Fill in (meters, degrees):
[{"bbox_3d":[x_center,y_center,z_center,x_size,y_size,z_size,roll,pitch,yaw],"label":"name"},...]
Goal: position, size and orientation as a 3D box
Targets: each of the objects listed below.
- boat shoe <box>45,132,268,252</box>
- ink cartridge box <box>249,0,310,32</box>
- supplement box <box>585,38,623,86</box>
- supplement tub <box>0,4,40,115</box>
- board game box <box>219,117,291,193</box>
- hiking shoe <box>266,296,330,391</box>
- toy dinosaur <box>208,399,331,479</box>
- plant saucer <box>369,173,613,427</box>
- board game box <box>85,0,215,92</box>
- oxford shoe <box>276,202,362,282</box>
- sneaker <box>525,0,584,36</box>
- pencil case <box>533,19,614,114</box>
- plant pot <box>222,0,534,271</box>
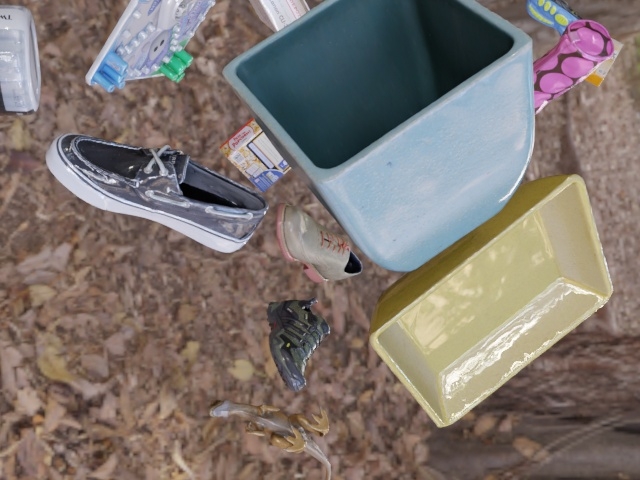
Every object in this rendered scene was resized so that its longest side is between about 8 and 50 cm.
[{"bbox_3d":[-0.213,-0.082,1.172,0.301,0.102,0.108,26,41,-20],"label":"boat shoe"},{"bbox_3d":[-0.082,-0.428,1.518,0.115,0.067,0.198,57,-2,-31],"label":"ink cartridge box"},{"bbox_3d":[0.587,-0.383,1.830,0.098,0.062,0.036,-58,170,-15],"label":"supplement box"},{"bbox_3d":[-0.656,-0.309,1.495,0.193,0.316,0.193,177,-90,-78],"label":"supplement tub"},{"bbox_3d":[-0.097,-0.211,1.847,0.147,0.193,0.045,46,5,-48],"label":"board game box"},{"bbox_3d":[-0.038,0.187,1.660,0.227,0.114,0.086,-104,176,-49],"label":"hiking shoe"},{"bbox_3d":[-0.032,0.230,1.029,0.211,0.112,0.064,37,66,-20],"label":"toy dinosaur"},{"bbox_3d":[0.232,0.079,1.197,0.081,0.333,0.333,52,-1,40],"label":"plant saucer"},{"bbox_3d":[-0.261,-0.463,1.691,0.050,0.390,0.390,37,18,2],"label":"board game box"},{"bbox_3d":[0.000,0.000,1.985,0.348,0.130,0.123,43,49,-62],"label":"oxford shoe"},{"bbox_3d":[0.489,-0.444,1.727,0.188,0.067,0.078,32,51,-19],"label":"sneaker"},{"bbox_3d":[0.387,-0.286,1.454,0.098,0.209,0.095,12,62,-23],"label":"pencil case"},{"bbox_3d":[0.084,-0.112,0.967,0.247,0.248,0.252,51,-7,43],"label":"plant pot"}]
